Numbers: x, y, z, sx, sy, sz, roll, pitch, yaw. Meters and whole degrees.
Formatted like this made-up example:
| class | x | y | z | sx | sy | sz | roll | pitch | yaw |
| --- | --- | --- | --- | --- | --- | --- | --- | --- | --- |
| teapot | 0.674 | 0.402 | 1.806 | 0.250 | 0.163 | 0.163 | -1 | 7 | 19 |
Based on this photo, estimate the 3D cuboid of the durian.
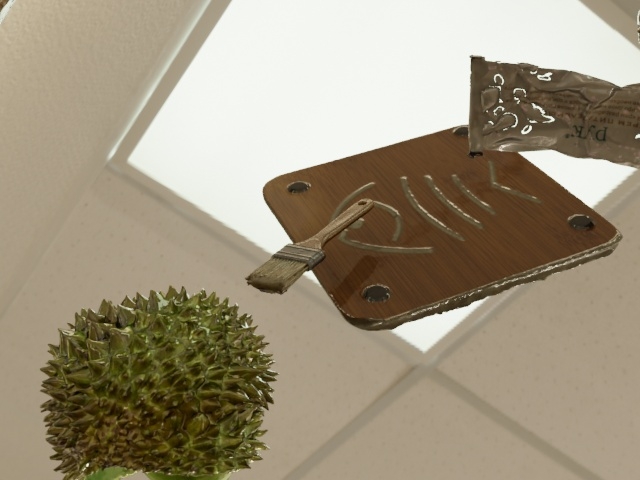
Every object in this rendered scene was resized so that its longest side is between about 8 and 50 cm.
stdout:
| class | x | y | z | sx | sy | sz | roll | pitch | yaw |
| --- | --- | --- | --- | --- | --- | --- | --- | --- | --- |
| durian | -0.139 | 0.130 | 0.701 | 0.200 | 0.176 | 0.237 | 6 | -19 | -13 |

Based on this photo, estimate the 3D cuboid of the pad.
| class | x | y | z | sx | sy | sz | roll | pitch | yaw |
| --- | --- | --- | --- | --- | --- | --- | --- | --- | --- |
| pad | 0.107 | -0.030 | 0.819 | 0.284 | 0.286 | 0.018 | -17 | -54 | -15 |

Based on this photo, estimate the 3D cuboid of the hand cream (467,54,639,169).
| class | x | y | z | sx | sy | sz | roll | pitch | yaw |
| --- | --- | --- | --- | --- | --- | --- | --- | --- | --- |
| hand cream | 0.226 | -0.073 | 0.564 | 0.257 | 0.050 | 0.084 | 18 | -48 | 26 |

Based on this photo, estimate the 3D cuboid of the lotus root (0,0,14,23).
| class | x | y | z | sx | sy | sz | roll | pitch | yaw |
| --- | --- | --- | --- | --- | --- | --- | --- | --- | --- |
| lotus root | -0.482 | -0.398 | 0.989 | 0.193 | 0.193 | 0.291 | -32 | -49 | 27 |

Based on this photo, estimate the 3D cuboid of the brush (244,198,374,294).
| class | x | y | z | sx | sy | sz | roll | pitch | yaw |
| --- | --- | --- | --- | --- | --- | --- | --- | --- | --- |
| brush | 0.000 | 0.000 | 0.715 | 0.043 | 0.170 | 0.014 | 11 | -58 | 34 |

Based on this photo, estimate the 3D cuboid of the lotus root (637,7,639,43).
| class | x | y | z | sx | sy | sz | roll | pitch | yaw |
| --- | --- | --- | --- | --- | --- | --- | --- | --- | --- |
| lotus root | 0.422 | -0.207 | 0.745 | 0.303 | 0.131 | 0.146 | -8 | -92 | -17 |
